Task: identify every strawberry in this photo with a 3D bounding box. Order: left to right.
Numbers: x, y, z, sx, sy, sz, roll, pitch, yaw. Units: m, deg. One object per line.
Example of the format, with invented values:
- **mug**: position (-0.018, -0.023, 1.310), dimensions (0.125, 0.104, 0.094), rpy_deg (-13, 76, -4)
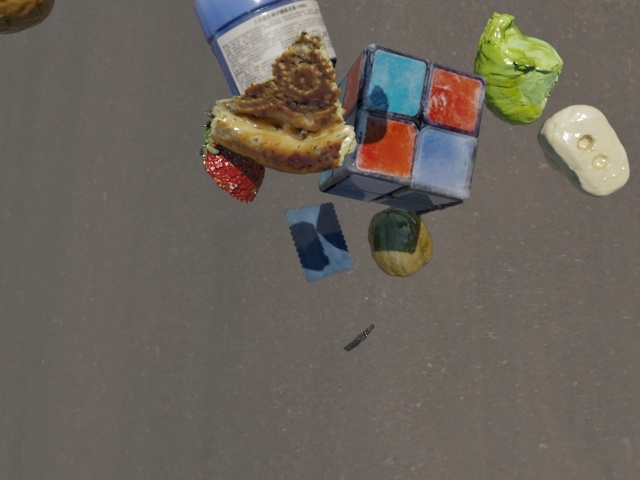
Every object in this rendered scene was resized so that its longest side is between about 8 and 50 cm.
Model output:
- **strawberry**: position (-0.164, -0.165, 1.031), dimensions (0.085, 0.140, 0.193), rpy_deg (-11, 98, 24)

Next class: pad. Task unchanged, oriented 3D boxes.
- **pad**: position (0.000, 0.000, 1.884), dimensions (0.012, 0.268, 0.270), rpy_deg (-22, 83, 41)

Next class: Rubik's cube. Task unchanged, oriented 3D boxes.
- **Rubik's cube**: position (0.193, -0.260, 1.342), dimensions (0.316, 0.313, 0.319), rpy_deg (162, 119, -76)

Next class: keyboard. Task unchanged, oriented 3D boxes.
- **keyboard**: position (0.100, 0.255, 1.368), dimensions (0.060, 0.195, 0.018), rpy_deg (-42, 82, -17)

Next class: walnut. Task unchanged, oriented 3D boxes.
- **walnut**: position (-0.577, -0.454, 0.943), dimensions (0.167, 0.207, 0.168), rpy_deg (20, 128, 28)
- **walnut**: position (0.289, -0.002, 1.940), dimensions (0.282, 0.283, 0.227), rpy_deg (15, 50, 36)

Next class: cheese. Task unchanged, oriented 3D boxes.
- **cheese**: position (0.733, -0.257, 1.471), dimensions (0.173, 0.247, 0.252), rpy_deg (-35, 43, 19)

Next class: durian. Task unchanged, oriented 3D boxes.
- **durian**: position (0.603, -0.510, 1.648), dimensions (0.255, 0.204, 0.340), rpy_deg (21, 140, 17)

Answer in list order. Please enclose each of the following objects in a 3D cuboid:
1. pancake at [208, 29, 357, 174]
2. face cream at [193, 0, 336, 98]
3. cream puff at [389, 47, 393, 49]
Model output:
- **pancake**: position (-0.061, -0.219, 0.844), dimensions (0.265, 0.057, 0.245), rpy_deg (22, 128, 8)
- **face cream**: position (-0.113, -0.432, 1.122), dimensions (0.248, 0.249, 0.225), rpy_deg (-15, 101, 33)
- **cream puff**: position (0.261, -0.701, 2.129), dimensions (0.116, 0.146, 0.146), rpy_deg (-39, 51, -26)
